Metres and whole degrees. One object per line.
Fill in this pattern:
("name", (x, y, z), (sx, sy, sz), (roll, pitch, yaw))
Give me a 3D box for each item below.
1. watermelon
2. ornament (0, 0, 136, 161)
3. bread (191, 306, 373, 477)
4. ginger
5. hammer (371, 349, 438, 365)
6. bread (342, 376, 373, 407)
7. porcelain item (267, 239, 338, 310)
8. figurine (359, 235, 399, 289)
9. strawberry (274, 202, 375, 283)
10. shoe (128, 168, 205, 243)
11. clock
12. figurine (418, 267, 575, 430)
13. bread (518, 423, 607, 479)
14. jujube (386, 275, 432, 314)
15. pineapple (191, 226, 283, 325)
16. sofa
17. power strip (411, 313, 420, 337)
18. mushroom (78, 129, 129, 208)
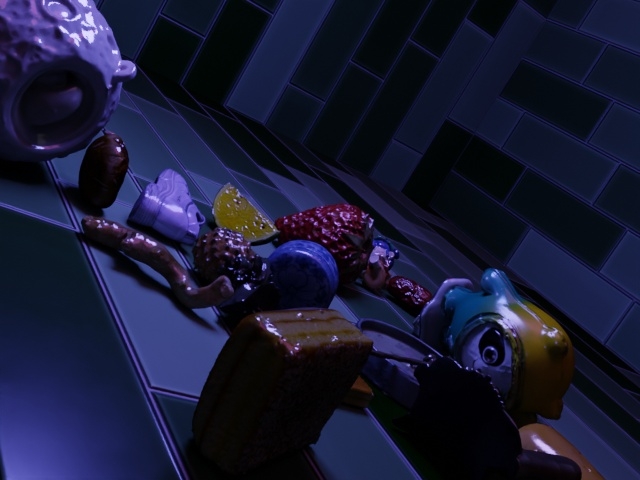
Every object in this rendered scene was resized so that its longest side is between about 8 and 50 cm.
("watermelon", (-0.184, -0.040, 1.813), (0.181, 0.092, 0.075), (45, 31, 22))
("ornament", (-0.529, -0.310, 1.472), (0.337, 0.337, 0.337), (30, 12, -7))
("bread", (-0.049, 0.178, 1.043), (0.110, 0.184, 0.234), (33, 10, 23))
("ginger", (-0.273, 0.032, 1.354), (0.288, 0.075, 0.089), (30, -12, 16))
("hammer", (0.123, 0.207, 1.459), (0.292, 0.029, 0.058), (18, 15, -40))
("bread", (0.029, 0.232, 1.361), (0.094, 0.035, 0.090), (22, 15, -36))
("porcelain item", (-0.043, 0.078, 1.538), (0.147, 0.147, 0.114), (32, 14, 2))
("figurine", (0.137, 0.060, 2.138), (0.195, 0.111, 0.102), (-69, 140, -62))
("strawberry", (0.000, 0.000, 1.955), (0.244, 0.205, 0.205), (12, 4, 24))
("shoe", (-0.288, -0.064, 1.659), (0.137, 0.095, 0.245), (34, 16, -6))
("clock", (0.173, 0.248, 1.598), (0.280, 0.055, 0.280), (30, 12, -7))
("figurine", (0.379, 0.221, 1.713), (0.231, 0.323, 0.340), (-13, 26, -30))
("bread", (0.451, 0.434, 1.453), (0.142, 0.091, 0.305), (30, 12, -33))
("jujube", (0.227, 0.140, 2.106), (0.129, 0.077, 0.077), (31, 12, 10))
("pineapple", (-0.142, 0.065, 1.439), (0.111, 0.119, 0.237), (22, 11, -35))
("sofa", (0.276, 0.306, 1.317), (0.200, 0.182, 0.258), (22, 15, -39))
("power strip", (0.302, 0.204, 2.018), (0.052, 0.078, 0.272), (38, 14, 25))
("mushroom", (-0.405, -0.143, 1.535), (0.080, 0.135, 0.170), (27, 39, -31))
